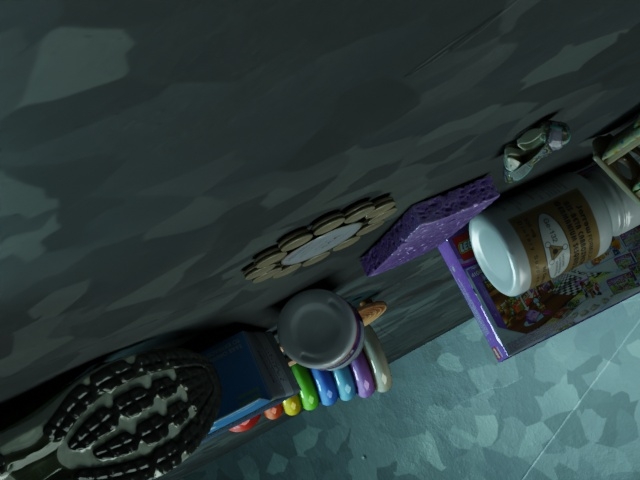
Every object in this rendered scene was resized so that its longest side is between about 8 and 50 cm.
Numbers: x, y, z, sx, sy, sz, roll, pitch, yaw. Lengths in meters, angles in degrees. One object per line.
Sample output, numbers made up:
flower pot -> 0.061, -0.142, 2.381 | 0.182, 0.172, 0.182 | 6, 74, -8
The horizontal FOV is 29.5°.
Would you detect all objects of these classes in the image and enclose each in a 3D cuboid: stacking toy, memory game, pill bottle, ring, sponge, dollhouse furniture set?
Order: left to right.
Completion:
ring -> -0.044, 0.174, 2.030 | 0.337, 0.032, 0.336 | -26, 169, -5
stacking toy -> -0.039, 0.272, 2.276 | 0.330, 0.141, 0.141 | -21, 169, -8
memory game -> 0.000, 0.000, 1.321 | 0.186, 0.012, 0.186 | -25, 170, -5
pill bottle -> 0.006, 0.128, 1.704 | 0.108, 0.108, 0.193 | -27, 170, 3
sponge -> 0.133, -0.015, 1.530 | 0.117, 0.031, 0.210 | -22, 170, -23
pill bottle -> 0.338, -0.023, 1.720 | 0.229, 0.131, 0.131 | -24, 170, -15
dollhouse furniture set -> 0.462, -0.162, 1.559 | 0.182, 0.101, 0.161 | -39, -171, 47

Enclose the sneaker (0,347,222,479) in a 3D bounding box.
sneaker -> -0.318, 0.231, 1.454 | 0.410, 0.158, 0.182 | -24, -162, -19

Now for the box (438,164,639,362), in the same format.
box -> 0.348, 0.028, 1.806 | 0.293, 0.201, 0.057 | -24, 169, -14

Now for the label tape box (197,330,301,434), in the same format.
label tape box -> -0.180, 0.222, 1.669 | 0.249, 0.115, 0.348 | -27, 171, 4

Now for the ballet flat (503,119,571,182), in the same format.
ballet flat -> 0.226, -0.101, 1.341 | 0.041, 0.041, 0.114 | -19, 167, -37
